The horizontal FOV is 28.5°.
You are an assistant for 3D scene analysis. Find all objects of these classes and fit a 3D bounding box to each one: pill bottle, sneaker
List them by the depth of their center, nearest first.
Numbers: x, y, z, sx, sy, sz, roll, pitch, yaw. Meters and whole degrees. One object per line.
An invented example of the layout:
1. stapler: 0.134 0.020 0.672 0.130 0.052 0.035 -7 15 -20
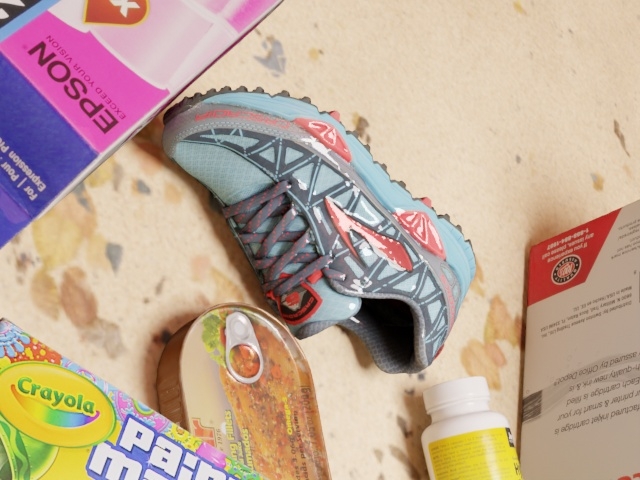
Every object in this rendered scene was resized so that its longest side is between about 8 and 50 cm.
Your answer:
1. sneaker: 0.000 0.000 0.843 0.262 0.104 0.125 34 55 -23
2. pill bottle: 0.107 0.158 0.889 0.065 0.065 0.116 3 68 -42

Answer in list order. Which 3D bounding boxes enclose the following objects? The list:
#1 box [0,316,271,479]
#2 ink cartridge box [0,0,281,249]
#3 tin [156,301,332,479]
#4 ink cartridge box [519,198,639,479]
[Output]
1. box: -0.111 0.241 0.564 0.290 0.177 0.279 36 49 -24
2. ink cartridge box: -0.156 -0.152 0.796 0.176 0.069 0.371 46 47 -7
3. tin: -0.046 0.133 0.781 0.106 0.040 0.190 8 64 -45
4. ink cartridge box: 0.261 0.110 0.960 0.114 0.197 0.273 30 53 -29
